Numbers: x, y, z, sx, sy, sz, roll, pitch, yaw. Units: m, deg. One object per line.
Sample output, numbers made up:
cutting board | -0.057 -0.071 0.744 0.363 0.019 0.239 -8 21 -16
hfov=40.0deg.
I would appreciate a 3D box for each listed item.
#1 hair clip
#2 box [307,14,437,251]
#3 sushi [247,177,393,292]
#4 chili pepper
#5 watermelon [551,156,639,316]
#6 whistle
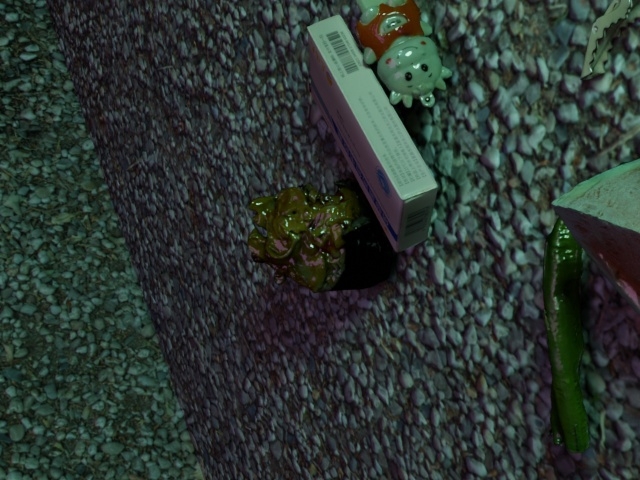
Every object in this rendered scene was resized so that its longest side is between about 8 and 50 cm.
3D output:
hair clip | 0.357 -0.279 1.017 0.072 0.034 0.226 66 149 25
box | 0.076 -0.170 1.411 0.200 0.065 0.343 85 160 -67
sushi | -0.001 -0.007 1.534 0.213 0.204 0.200 5 100 52
chili pepper | 0.333 0.110 1.167 0.085 0.076 0.359 -116 23 -72
watermelon | 0.397 0.005 0.912 0.305 0.180 0.224 28 110 54
whistle | 0.113 -0.311 1.336 0.253 0.101 0.106 65 150 14
